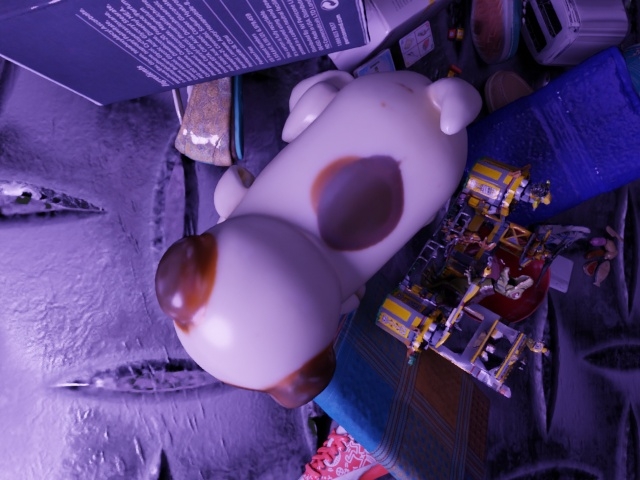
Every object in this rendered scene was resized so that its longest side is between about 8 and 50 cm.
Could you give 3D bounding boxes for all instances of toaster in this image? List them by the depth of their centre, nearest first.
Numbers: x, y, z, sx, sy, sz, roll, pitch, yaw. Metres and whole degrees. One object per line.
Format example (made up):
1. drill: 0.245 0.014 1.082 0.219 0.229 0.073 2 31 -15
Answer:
1. toaster: 0.497 -0.438 0.840 0.147 0.129 0.226 -8 75 -15

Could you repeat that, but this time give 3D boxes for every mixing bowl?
1. mixing bowl: 0.303 0.056 0.766 0.182 0.098 0.181 0 87 0

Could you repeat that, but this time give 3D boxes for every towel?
1. towel: 0.150 0.252 0.681 0.370 0.040 0.271 49 41 -12
2. towel: 0.421 -0.165 0.769 0.308 0.076 0.227 -28 94 20

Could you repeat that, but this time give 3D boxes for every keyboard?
1. keyboard: 0.423 0.036 0.867 0.256 0.014 0.072 20 76 -18

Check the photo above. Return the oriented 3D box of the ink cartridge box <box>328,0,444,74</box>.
1. ink cartridge box: 0.106 -0.423 0.691 0.233 0.171 0.168 -40 100 -17

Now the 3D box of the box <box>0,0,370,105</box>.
1. box: -0.164 -0.364 0.476 0.396 0.212 0.293 -8 85 13

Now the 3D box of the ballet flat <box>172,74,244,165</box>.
1. ballet flat: -0.162 -0.286 0.629 0.123 0.123 0.348 5 86 -19

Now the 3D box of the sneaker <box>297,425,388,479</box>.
1. sneaker: 0.033 0.327 0.679 0.270 0.090 0.144 -18 93 -22

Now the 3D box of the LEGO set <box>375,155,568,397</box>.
1. LEGO set: 0.248 0.066 0.587 0.192 0.255 0.331 31 74 29

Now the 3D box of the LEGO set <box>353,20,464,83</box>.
1. LEGO set: 0.186 -0.272 0.742 0.244 0.060 0.182 -40 127 -18

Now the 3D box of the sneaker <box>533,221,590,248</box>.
1. sneaker: 0.502 -0.007 0.881 0.135 0.052 0.058 1 100 -15

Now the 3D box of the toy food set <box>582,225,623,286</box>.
1. toy food set: 0.616 0.032 0.931 0.078 0.019 0.122 35 85 -14

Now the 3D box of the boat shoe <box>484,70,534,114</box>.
1. boat shoe: 0.448 -0.221 0.839 0.109 0.098 0.302 -44 102 -16

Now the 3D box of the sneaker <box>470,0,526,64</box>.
1. sneaker: 0.367 -0.492 0.819 0.121 0.108 0.302 -3 87 -15

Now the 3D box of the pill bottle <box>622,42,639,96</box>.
1. pill bottle: 0.645 -0.318 0.888 0.264 0.146 0.146 -35 99 -18

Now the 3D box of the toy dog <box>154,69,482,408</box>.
1. toy dog: 0.000 0.000 0.534 0.284 0.395 0.408 49 67 -23
